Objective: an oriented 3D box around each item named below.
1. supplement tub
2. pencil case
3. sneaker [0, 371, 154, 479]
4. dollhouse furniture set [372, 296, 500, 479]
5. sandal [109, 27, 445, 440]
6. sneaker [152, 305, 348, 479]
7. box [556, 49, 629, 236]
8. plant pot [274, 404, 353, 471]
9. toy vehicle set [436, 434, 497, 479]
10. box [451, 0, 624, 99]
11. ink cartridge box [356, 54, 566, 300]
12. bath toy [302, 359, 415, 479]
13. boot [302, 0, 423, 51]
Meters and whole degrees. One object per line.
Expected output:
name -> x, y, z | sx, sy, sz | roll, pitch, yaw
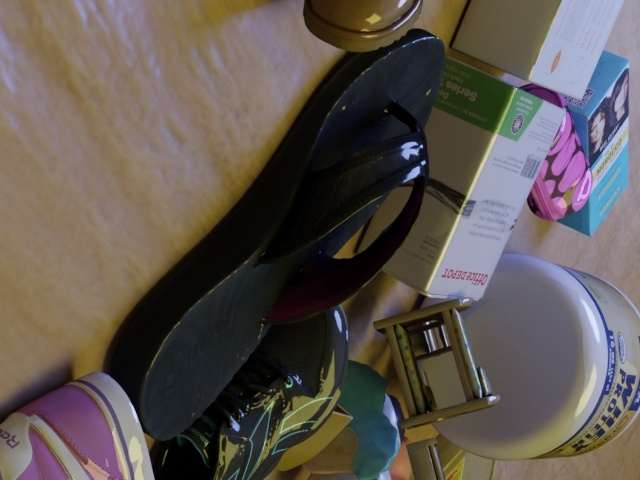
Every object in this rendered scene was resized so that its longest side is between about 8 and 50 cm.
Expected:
supplement tub -> 0.257, 0.139, 1.769 | 0.316, 0.228, 0.228 | 13, 102, -63
pencil case -> 0.248, -0.091, 1.698 | 0.209, 0.095, 0.098 | 44, 40, -61
sneaker -> -0.187, 0.257, 1.140 | 0.161, 0.102, 0.282 | -30, 105, -41
dollhouse furniture set -> 0.136, 0.164, 1.565 | 0.161, 0.101, 0.182 | 38, 37, -77
sandal -> 0.000, 0.002, 1.304 | 0.446, 0.107, 0.167 | -52, 152, -23
sneaker -> -0.064, 0.156, 1.340 | 0.267, 0.101, 0.106 | -59, 152, -9
box -> 0.326, -0.118, 1.848 | 0.100, 0.060, 0.244 | -52, 152, -23
plant pot -> -0.036, 0.171, 1.435 | 0.083, 0.081, 0.081 | -52, 155, 4
toy vehicle set -> 0.151, 0.328, 1.965 | 0.267, 0.035, 0.166 | -39, 145, -40
box -> 0.223, -0.224, 1.524 | 0.170, 0.091, 0.130 | 5, 110, -63
ink cartridge box -> 0.143, -0.058, 1.528 | 0.160, 0.093, 0.219 | 10, 106, -63
bath toy -> 0.063, 0.263, 1.642 | 0.151, 0.129, 0.348 | -55, 154, -16
boot -> 0.065, -0.308, 1.144 | 0.269, 0.089, 0.236 | 97, 19, -47
